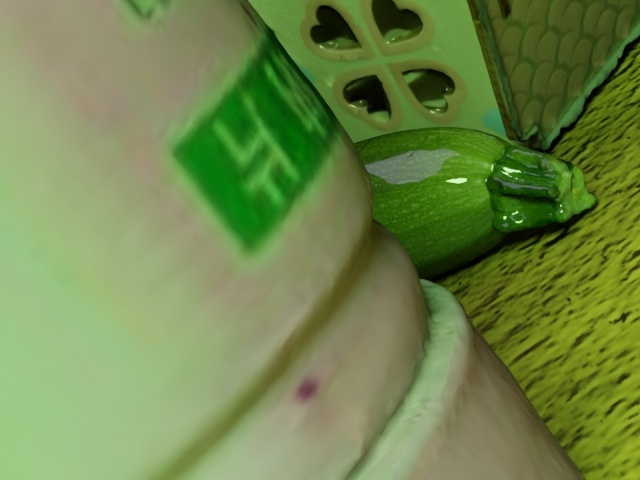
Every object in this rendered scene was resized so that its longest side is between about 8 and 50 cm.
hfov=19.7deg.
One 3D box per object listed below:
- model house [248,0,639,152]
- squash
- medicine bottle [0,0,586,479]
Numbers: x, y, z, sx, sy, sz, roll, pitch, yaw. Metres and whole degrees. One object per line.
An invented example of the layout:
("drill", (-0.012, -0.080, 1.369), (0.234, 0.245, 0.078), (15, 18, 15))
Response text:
("model house", (0.033, -0.147, 0.833), (0.169, 0.244, 0.326), (-47, -15, -38))
("squash", (0.000, 0.000, 0.777), (0.252, 0.066, 0.066), (-24, 21, 38))
("medicine bottle", (-0.094, 0.008, 0.485), (0.212, 0.325, 0.212), (-35, 15, 11))
